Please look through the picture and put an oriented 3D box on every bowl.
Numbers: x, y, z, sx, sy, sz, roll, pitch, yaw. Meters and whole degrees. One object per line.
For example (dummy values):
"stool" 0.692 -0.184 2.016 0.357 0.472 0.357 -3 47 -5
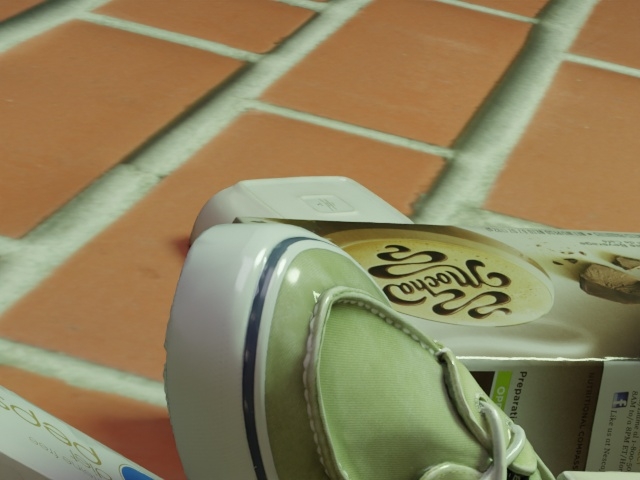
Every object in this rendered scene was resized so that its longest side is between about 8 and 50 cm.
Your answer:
"bowl" 0.000 0.000 1.171 0.142 0.053 0.142 -3 26 -32

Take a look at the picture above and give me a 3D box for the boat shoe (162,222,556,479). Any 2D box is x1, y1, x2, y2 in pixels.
"boat shoe" 0.037 0.084 0.684 0.094 0.109 0.302 4 -26 26

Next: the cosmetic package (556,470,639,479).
"cosmetic package" 0.228 0.181 0.673 0.296 0.153 0.129 3 21 -18

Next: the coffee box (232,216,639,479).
"coffee box" 0.109 0.076 0.930 0.297 0.119 0.168 3 22 -22

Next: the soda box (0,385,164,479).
"soda box" -0.099 0.112 0.653 0.216 0.074 0.069 36 5 -34
